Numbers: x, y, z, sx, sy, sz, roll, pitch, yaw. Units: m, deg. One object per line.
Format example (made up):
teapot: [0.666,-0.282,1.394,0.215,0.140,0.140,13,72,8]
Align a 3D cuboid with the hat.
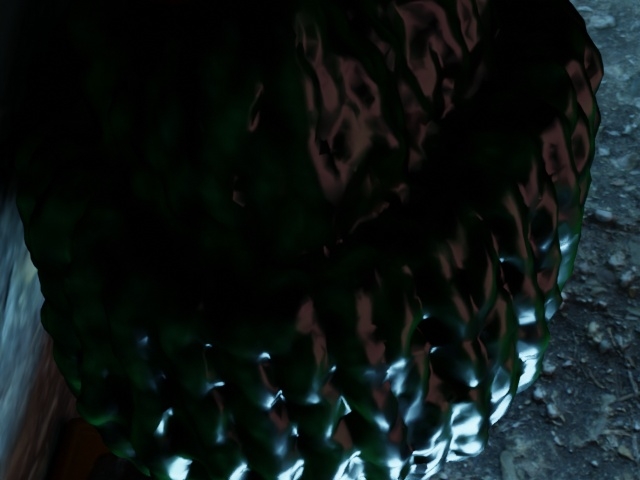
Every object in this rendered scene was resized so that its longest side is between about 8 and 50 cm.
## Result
hat: [-0.009,-0.079,0.684,0.274,0.242,0.332,-91,174,-48]

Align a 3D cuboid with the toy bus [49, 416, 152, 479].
toy bus: [-0.107,0.266,0.912,0.153,0.143,0.329,64,38,-67]
